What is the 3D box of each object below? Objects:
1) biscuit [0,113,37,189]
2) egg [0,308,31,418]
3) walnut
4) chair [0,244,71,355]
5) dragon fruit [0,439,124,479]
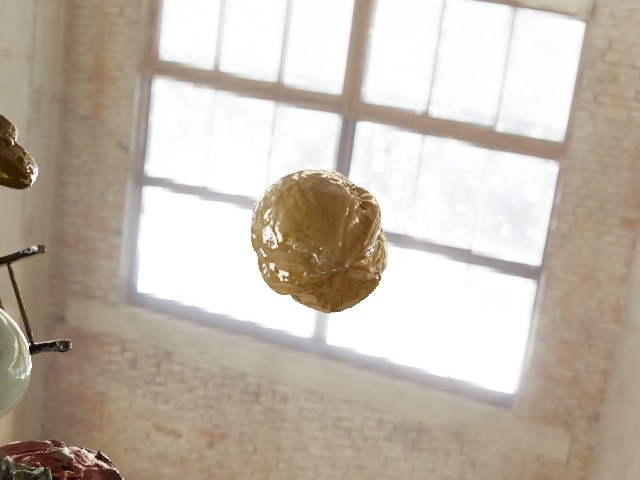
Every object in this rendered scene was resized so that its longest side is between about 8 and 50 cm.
[{"bbox_3d":[-0.410,-0.126,1.643,0.179,0.039,0.236,14,158,29],"label":"biscuit"},{"bbox_3d":[-0.495,0.148,1.832,0.264,0.183,0.183,12,-161,13],"label":"egg"},{"bbox_3d":[0.000,0.000,1.637,0.159,0.159,0.207,3,-162,-13],"label":"walnut"},{"bbox_3d":[-0.528,0.107,2.062,0.319,0.186,0.160,-9,-173,38],"label":"chair"},{"bbox_3d":[-0.281,0.309,1.287,0.244,0.299,0.244,37,-167,-10],"label":"dragon fruit"}]
